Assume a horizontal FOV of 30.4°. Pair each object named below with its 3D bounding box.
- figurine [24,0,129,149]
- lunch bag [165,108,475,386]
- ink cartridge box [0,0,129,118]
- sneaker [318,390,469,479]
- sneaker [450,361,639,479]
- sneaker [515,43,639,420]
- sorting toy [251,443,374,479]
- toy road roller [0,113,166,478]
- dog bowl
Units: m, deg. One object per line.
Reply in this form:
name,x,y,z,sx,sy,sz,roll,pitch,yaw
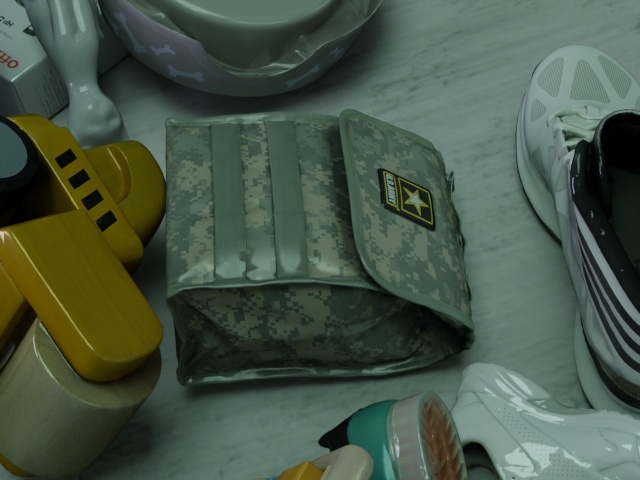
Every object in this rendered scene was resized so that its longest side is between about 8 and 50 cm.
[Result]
figurine,-0.313,-0.172,1.249,0.215,0.092,0.209,-10,79,-31
lunch bag,0.000,0.000,1.117,0.287,0.169,0.235,-3,49,-3
ink cartridge box,-0.326,-0.246,1.400,0.148,0.086,0.203,32,62,27
sneaker,0.061,0.277,0.943,0.121,0.108,0.302,-21,57,27
sneaker,0.204,0.195,0.995,0.232,0.090,0.115,18,64,31
sneaker,0.283,-0.074,1.070,0.169,0.257,0.447,-8,52,3
sorting toy,-0.057,0.251,0.925,0.038,0.208,0.193,39,60,-12
toy road roller,-0.233,0.030,1.097,0.241,0.202,0.329,-17,66,-46
dog bowl,-0.099,-0.310,1.349,0.349,0.102,0.348,7,55,-10
